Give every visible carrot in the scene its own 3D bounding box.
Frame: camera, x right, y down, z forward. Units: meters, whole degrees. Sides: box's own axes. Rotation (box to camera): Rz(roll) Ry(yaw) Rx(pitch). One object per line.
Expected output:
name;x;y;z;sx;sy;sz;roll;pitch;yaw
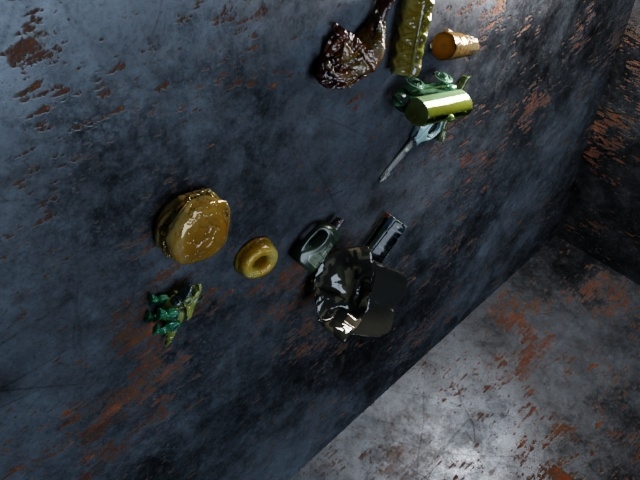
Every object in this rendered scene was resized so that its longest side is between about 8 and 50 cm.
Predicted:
carrot;0.475;-0.655;2.031;0.263;0.101;0.102;-19;135;-46

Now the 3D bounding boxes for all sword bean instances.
sword bean;0.496;-0.495;2.270;0.043;0.038;0.270;5;121;-25

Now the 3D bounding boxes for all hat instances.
hat;0.149;0.203;2.323;0.381;0.257;0.367;19;94;-62

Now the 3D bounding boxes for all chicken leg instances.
chicken leg;0.102;-0.549;1.680;0.322;0.083;0.178;-38;131;-17

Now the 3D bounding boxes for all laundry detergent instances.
laundry detergent;0.000;0.000;2.090;0.222;0.078;0.144;-50;144;-2

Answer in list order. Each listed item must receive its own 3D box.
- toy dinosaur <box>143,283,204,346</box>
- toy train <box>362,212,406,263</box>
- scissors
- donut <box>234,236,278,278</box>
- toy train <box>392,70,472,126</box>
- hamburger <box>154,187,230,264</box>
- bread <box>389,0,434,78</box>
toy dinosaur;-0.441;0.227;1.754;0.153;0.094;0.259;-2;132;-47
toy train;0.186;0.080;2.396;0.086;0.089;0.410;31;97;-32
scissors;0.335;-0.353;2.210;0.360;0.029;0.191;-51;150;-2
donut;-0.200;0.060;1.916;0.151;0.058;0.152;-30;142;-27
toy train;0.378;-0.471;1.994;0.307;0.189;0.127;-19;138;-40
hamburger;-0.339;-0.035;1.604;0.213;0.108;0.214;-38;146;-31
bread;0.277;-0.626;1.811;0.087;0.098;0.270;-76;175;-50
